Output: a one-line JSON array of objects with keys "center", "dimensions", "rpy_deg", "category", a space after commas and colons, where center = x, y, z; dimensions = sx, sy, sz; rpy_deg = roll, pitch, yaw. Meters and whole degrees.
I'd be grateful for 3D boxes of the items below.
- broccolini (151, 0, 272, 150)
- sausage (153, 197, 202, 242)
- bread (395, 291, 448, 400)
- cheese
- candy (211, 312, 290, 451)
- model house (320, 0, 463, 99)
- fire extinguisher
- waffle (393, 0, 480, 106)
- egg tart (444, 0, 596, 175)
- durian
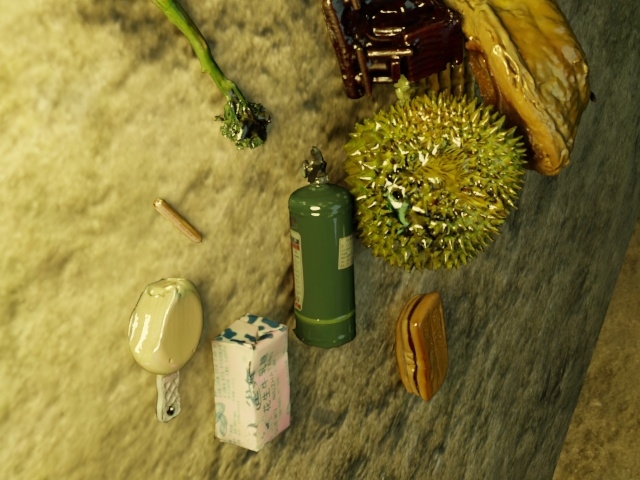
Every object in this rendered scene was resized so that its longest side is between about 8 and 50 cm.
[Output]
[{"center": [-0.133, -0.195, 0.950], "dimensions": [0.057, 0.071, 0.254], "rpy_deg": [-33, 134, 6], "category": "broccolini"}, {"center": [-0.163, -0.022, 0.961], "dimensions": [0.100, 0.015, 0.015], "rpy_deg": [49, 58, -52], "category": "sausage"}, {"center": [0.187, 0.192, 1.537], "dimensions": [0.116, 0.077, 0.200], "rpy_deg": [-42, 131, -43], "category": "bread"}, {"center": [-0.178, 0.126, 0.955], "dimensions": [0.092, 0.047, 0.171], "rpy_deg": [13, 89, -58], "category": "cheese"}, {"center": [-0.091, 0.188, 1.093], "dimensions": [0.092, 0.073, 0.160], "rpy_deg": [-31, 125, -56], "category": "candy"}, {"center": [0.104, -0.308, 1.160], "dimensions": [0.141, 0.164, 0.203], "rpy_deg": [-62, 144, -34], "category": "model house"}, {"center": [0.000, 0.000, 1.165], "dimensions": [0.118, 0.093, 0.294], "rpy_deg": [-71, 160, -67], "category": "fire extinguisher"}, {"center": [0.197, -0.275, 1.407], "dimensions": [0.297, 0.073, 0.317], "rpy_deg": [53, 53, -50], "category": "waffle"}, {"center": [0.310, -0.265, 1.274], "dimensions": [0.351, 0.153, 0.339], "rpy_deg": [-103, 165, -50], "category": "egg tart"}, {"center": [0.150, -0.082, 1.213], "dimensions": [0.224, 0.291, 0.291], "rpy_deg": [-37, 130, -56], "category": "durian"}]
